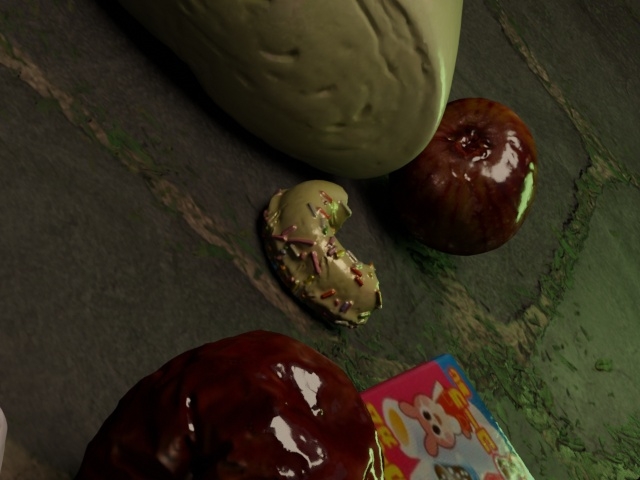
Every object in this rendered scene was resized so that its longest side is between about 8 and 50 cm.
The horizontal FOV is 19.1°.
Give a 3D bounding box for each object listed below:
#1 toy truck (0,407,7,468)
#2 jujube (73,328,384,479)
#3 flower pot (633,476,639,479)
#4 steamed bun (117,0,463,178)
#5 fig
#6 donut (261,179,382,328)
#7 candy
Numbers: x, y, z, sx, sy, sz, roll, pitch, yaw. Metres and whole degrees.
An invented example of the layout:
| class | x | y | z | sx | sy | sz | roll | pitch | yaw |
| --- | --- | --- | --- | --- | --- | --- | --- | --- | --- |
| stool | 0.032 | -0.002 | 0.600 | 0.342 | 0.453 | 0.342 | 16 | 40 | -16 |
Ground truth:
| class | x | y | z | sx | sy | sz | roll | pitch | yaw |
| --- | --- | --- | --- | --- | --- | --- | --- | --- | --- |
| toy truck | -0.305 | 0.106 | 1.220 | 0.227 | 0.114 | 0.098 | 38 | 29 | -26 |
| jujube | -0.063 | 0.186 | 1.367 | 0.213 | 0.232 | 0.213 | 35 | 30 | -24 |
| flower pot | 0.416 | 0.380 | 1.861 | 0.266 | 0.267 | 0.267 | 32 | 43 | -34 |
| steamed bun | -0.026 | -0.319 | 1.991 | 0.456 | 0.290 | 0.371 | 39 | 30 | -22 |
| fig | 0.156 | -0.049 | 2.123 | 0.175 | 0.207 | 0.175 | 4 | 54 | -6 |
| donut | -0.002 | 0.001 | 1.876 | 0.108 | 0.065 | 0.166 | 25 | 37 | -41 |
| candy | 0.062 | 0.211 | 1.682 | 0.157 | 0.100 | 0.306 | 57 | 26 | 9 |
